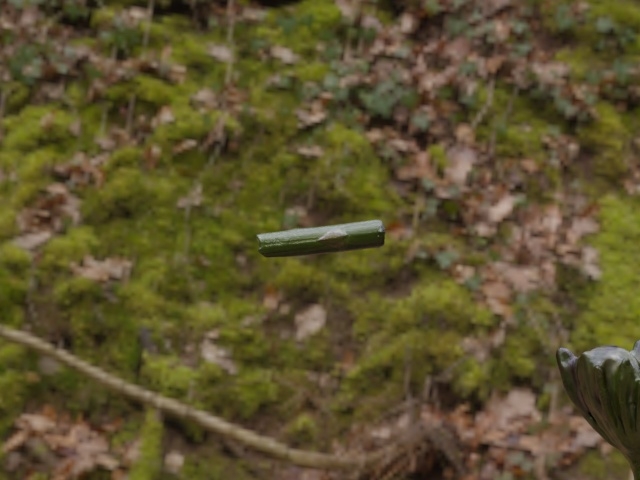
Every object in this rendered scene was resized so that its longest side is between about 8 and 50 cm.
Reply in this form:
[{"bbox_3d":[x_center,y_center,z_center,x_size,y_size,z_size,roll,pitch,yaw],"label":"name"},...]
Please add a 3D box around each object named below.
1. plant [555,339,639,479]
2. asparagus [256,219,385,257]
[{"bbox_3d":[0.412,0.282,1.807,0.180,0.333,0.251,16,-7,-27],"label":"plant"},{"bbox_3d":[0.000,0.000,1.807,0.178,0.041,0.045,-6,24,-14],"label":"asparagus"}]
